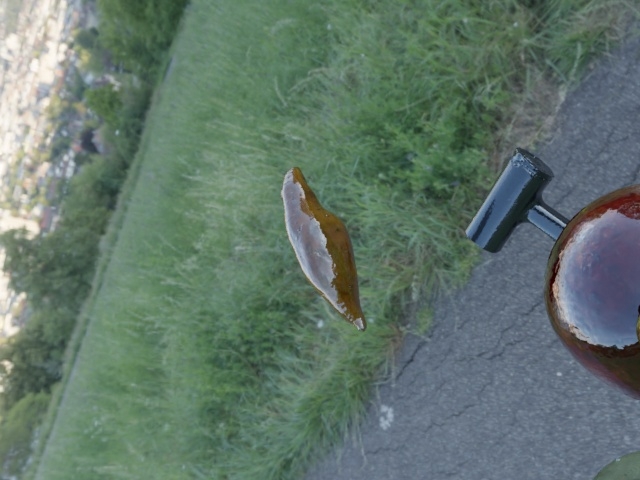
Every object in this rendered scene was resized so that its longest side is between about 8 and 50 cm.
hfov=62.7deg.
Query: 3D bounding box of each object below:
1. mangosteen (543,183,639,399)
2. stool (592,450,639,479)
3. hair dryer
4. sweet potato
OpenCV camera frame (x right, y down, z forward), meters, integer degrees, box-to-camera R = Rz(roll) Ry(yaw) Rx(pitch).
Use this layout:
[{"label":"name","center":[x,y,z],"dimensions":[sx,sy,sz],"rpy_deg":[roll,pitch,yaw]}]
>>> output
[{"label":"mangosteen","center":[0.328,0.047,0.476],"dimensions":[0.257,0.215,0.215],"rpy_deg":[34,-111,-83]},{"label":"stool","center":[0.763,0.632,1.167],"dimensions":[0.179,0.179,0.264],"rpy_deg":[-42,77,38]},{"label":"hair dryer","center":[0.427,-0.028,1.003],"dimensions":[0.251,0.089,0.197],"rpy_deg":[36,119,15]},{"label":"sweet potato","center":[0.001,0.005,0.971],"dimensions":[0.112,0.112,0.359],"rpy_deg":[-40,69,40]}]
